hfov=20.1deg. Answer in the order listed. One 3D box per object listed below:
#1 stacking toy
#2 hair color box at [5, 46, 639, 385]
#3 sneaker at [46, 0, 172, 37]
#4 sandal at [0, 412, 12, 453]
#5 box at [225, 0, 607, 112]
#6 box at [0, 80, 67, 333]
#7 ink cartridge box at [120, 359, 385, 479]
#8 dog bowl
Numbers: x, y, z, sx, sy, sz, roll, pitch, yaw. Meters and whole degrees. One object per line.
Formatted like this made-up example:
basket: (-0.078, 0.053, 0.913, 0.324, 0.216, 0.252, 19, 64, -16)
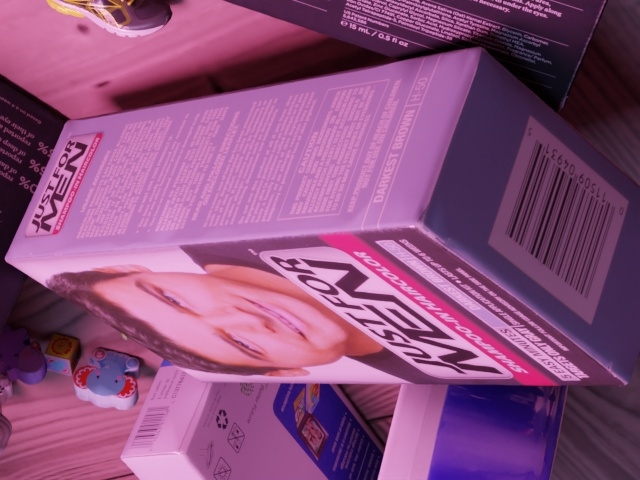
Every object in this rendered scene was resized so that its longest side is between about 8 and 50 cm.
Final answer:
stacking toy: (-0.204, 0.103, 1.440, 0.221, 0.052, 0.167, 12, 142, 10)
hair color box: (0.000, 0.000, 1.082, 0.185, 0.114, 0.374, 36, 155, -34)
sneaker: (-0.132, -0.150, 1.110, 0.083, 0.031, 0.035, 14, 142, 8)
sandal: (-0.321, 0.144, 1.249, 0.169, 0.102, 0.416, 31, 180, 14)
box: (0.033, -0.195, 0.923, 0.261, 0.103, 0.184, 19, 147, 2)
box: (-0.269, -0.012, 1.198, 0.153, 0.207, 0.108, 33, 141, -16)
ink cartridge box: (-0.016, 0.195, 1.373, 0.065, 0.165, 0.333, -9, 133, 33)
dog bowl: (0.091, 0.181, 1.226, 0.104, 0.265, 0.265, 13, 142, 5)
